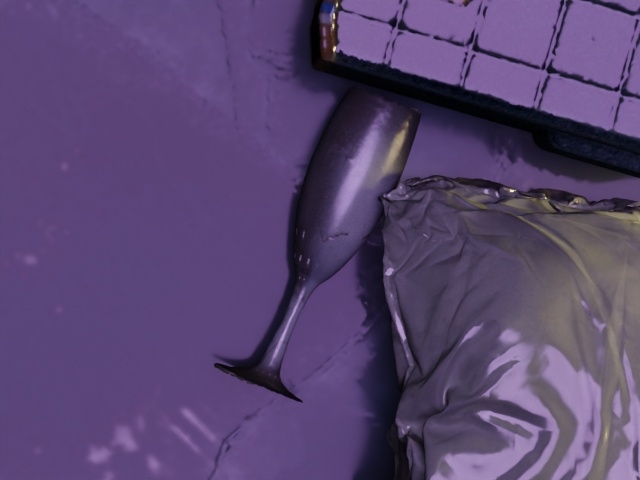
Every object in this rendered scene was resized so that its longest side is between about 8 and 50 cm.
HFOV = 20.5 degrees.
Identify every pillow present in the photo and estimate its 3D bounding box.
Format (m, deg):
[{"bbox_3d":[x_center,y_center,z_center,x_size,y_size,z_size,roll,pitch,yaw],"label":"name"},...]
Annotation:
[{"bbox_3d":[0.175,0.098,1.093,0.309,0.138,0.284,8,84,-7],"label":"pillow"}]

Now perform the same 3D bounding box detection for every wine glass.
[{"bbox_3d":[0.000,0.000,1.110,0.066,0.066,0.198,23,89,-5],"label":"wine glass"}]

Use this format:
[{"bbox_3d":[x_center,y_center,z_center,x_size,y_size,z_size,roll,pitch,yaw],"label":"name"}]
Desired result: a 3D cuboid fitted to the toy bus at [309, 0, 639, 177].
[{"bbox_3d":[0.137,-0.142,1.082,0.275,0.138,0.167,15,91,-4],"label":"toy bus"}]
